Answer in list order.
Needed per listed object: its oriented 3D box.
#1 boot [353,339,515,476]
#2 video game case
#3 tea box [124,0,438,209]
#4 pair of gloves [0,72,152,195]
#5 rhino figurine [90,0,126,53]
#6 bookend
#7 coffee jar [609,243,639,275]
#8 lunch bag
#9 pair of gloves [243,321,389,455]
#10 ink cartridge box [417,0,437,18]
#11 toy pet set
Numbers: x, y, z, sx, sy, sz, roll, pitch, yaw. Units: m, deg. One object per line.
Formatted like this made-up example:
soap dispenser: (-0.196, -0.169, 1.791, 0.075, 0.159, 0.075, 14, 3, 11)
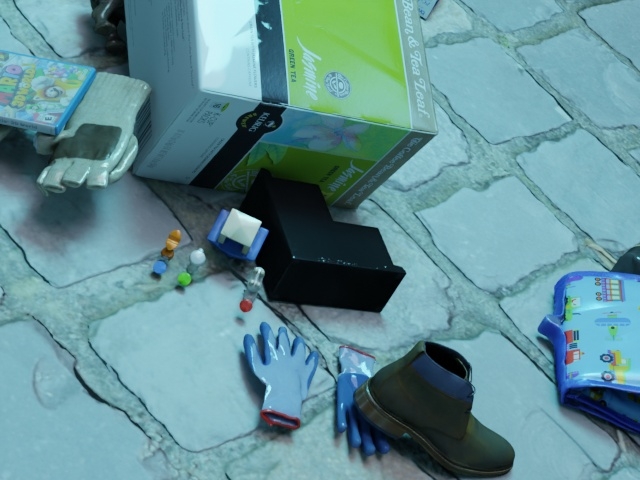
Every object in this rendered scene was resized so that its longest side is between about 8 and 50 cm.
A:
boot: (0.153, 0.188, 1.601, 0.219, 0.106, 0.082, 26, 32, -26)
video game case: (-0.358, -0.176, 1.670, 0.166, 0.015, 0.119, 12, 44, 9)
tea box: (-0.057, -0.245, 1.813, 0.324, 0.220, 0.329, 8, 61, -26)
pair of gloves: (-0.324, -0.123, 1.658, 0.240, 0.042, 0.204, 5, 43, 3)
rhino figurine: (-0.198, -0.305, 1.950, 0.243, 0.073, 0.106, 2, 60, -27)
bookend: (0.000, 0.000, 1.759, 0.156, 0.072, 0.157, 7, 42, -30)
coffee jar: (0.472, 0.037, 2.024, 0.079, 0.096, 0.184, 42, 39, 19)
lunch bag: (0.423, 0.144, 1.856, 0.293, 0.138, 0.221, 16, 41, -4)
pair of gloves: (0.004, 0.165, 1.610, 0.198, 0.023, 0.159, 21, 36, -19)
ink cartridge box: (0.106, -0.448, 2.377, 0.207, 0.046, 0.097, 31, 35, 1)
toy pet set: (-0.119, 0.019, 1.685, 0.122, 0.065, 0.114, 26, 71, -2)
